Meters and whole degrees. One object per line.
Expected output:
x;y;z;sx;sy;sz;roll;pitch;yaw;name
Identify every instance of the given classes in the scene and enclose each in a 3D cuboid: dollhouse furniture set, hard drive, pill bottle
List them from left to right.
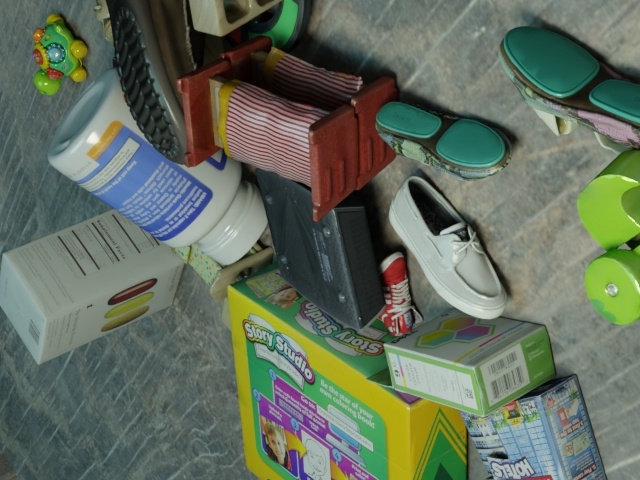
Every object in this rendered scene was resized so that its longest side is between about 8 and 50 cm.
-0.199;-0.085;1.761;0.272;0.152;0.152;37;159;-24;pill bottle
-0.169;0.028;1.938;0.182;0.101;0.161;46;144;29;dollhouse furniture set
-0.044;-0.237;1.462;0.201;0.152;0.374;21;132;32;dollhouse furniture set
0.000;0.000;1.663;0.255;0.054;0.172;30;136;64;hard drive

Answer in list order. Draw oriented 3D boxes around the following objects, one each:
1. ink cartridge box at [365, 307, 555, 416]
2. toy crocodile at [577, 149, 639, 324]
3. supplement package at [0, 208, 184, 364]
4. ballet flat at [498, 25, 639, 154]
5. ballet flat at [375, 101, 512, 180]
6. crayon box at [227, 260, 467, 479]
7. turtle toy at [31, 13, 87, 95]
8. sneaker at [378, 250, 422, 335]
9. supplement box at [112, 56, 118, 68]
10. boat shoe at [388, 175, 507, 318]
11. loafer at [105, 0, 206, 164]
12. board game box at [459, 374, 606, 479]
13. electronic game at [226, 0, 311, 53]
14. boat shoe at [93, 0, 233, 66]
0.146;0.127;1.522;0.209;0.109;0.062;9;119;55;ink cartridge box
0.334;0.079;1.194;0.340;0.115;0.105;62;149;6;toy crocodile
-0.350;0.060;2.098;0.134;0.244;0.139;53;148;21;supplement package
0.246;-0.121;1.238;0.221;0.077;0.079;33;150;39;ballet flat
0.136;-0.097;1.438;0.188;0.070;0.070;31;136;46;ballet flat
0.034;0.237;1.776;0.363;0.106;0.313;30;134;43;crayon box
-0.411;-0.281;2.124;0.095;0.066;0.130;47;145;27;turtle toy
0.093;0.067;1.624;0.067;0.042;0.118;53;155;27;sneaker
-0.217;-0.168;1.871;0.081;0.104;0.188;40;141;37;supplement box
0.143;0.003;1.493;0.184;0.066;0.063;58;151;31;boat shoe
-0.179;-0.273;1.627;0.134;0.130;0.366;-24;81;67;loafer
0.244;0.259;1.514;0.194;0.060;0.194;-27;88;59;board game box
-0.086;-0.324;1.615;0.229;0.048;0.229;35;138;39;electronic game
-0.242;-0.307;1.767;0.341;0.110;0.121;48;174;24;boat shoe
